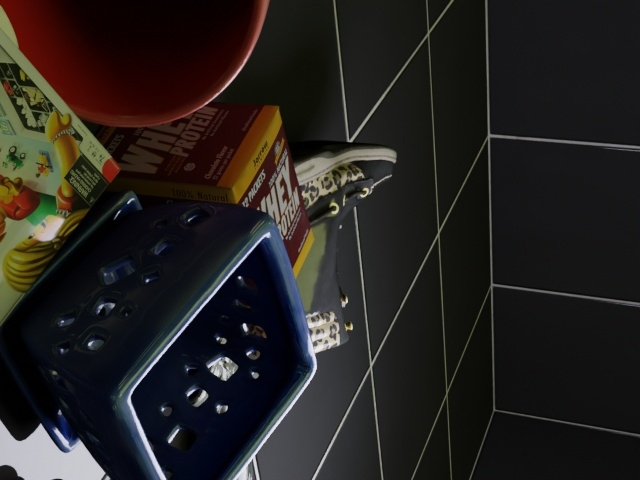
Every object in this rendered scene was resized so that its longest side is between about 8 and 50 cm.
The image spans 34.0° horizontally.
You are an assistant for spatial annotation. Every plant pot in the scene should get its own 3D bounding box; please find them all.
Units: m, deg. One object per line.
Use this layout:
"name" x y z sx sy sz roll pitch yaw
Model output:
"plant pot" -0.150 -0.274 0.935 0.243 0.274 0.275 -70 157 -56
"plant pot" -0.165 0.100 1.008 0.236 0.212 0.236 -50 143 -31

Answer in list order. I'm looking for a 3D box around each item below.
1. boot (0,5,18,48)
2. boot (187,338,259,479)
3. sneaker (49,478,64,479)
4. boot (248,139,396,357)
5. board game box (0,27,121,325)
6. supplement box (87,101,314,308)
"boot" -0.310 -0.184 0.804 0.086 0.069 0.190 -59 143 -31
"boot" -0.145 0.235 1.357 0.161 0.083 0.247 61 33 -50
"sneaker" -0.278 0.263 1.022 0.170 0.063 0.075 70 34 -59
"boot" 0.000 0.000 1.537 0.377 0.138 0.284 -20 112 -63
"board game box" -0.292 -0.066 0.810 0.193 0.053 0.305 -55 151 -13
"supplement box" -0.131 -0.036 1.126 0.194 0.191 0.129 75 30 -43
